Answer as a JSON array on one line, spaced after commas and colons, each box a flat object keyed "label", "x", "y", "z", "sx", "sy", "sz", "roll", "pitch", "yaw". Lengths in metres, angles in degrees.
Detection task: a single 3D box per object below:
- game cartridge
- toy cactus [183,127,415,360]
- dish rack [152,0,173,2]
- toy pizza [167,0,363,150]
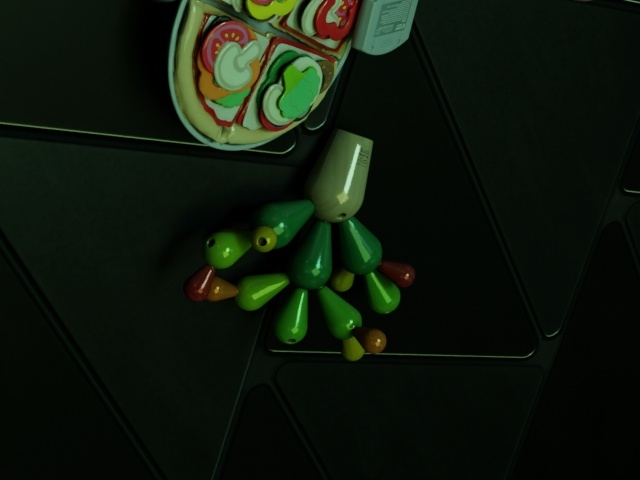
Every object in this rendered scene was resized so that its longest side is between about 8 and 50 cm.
[{"label": "game cartridge", "x": 0.051, "y": -0.175, "z": 1.452, "sx": 0.083, "sy": 0.017, "sz": 0.056, "roll": -23, "pitch": 128, "yaw": -59}, {"label": "toy cactus", "x": 0.000, "y": 0.000, "z": 1.487, "sx": 0.219, "sy": 0.112, "sz": 0.181, "roll": 16, "pitch": 94, "yaw": -32}, {"label": "dish rack", "x": -0.178, "y": -0.270, "z": 1.216, "sx": 0.271, "sy": 0.074, "sz": 0.208, "roll": 5, "pitch": 110, "yaw": -37}, {"label": "toy pizza", "x": -0.033, "y": -0.157, "z": 1.383, "sx": 0.201, "sy": 0.032, "sz": 0.201, "roll": -30, "pitch": 135, "yaw": -35}]
